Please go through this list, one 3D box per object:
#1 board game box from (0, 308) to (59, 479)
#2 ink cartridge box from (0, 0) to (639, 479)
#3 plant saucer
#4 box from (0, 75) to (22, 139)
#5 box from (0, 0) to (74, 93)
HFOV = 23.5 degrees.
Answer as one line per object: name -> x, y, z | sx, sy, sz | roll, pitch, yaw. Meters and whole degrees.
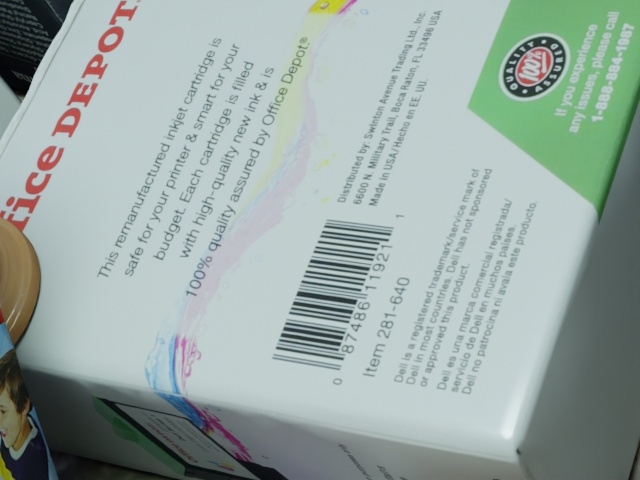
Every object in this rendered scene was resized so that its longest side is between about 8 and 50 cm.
board game box -> -0.190, 0.127, 0.446 | 0.086, 0.302, 0.308 | -6, 21, 24
ink cartridge box -> 0.000, 0.000, 0.643 | 0.278, 0.117, 0.201 | 7, 61, 30
plant saucer -> -0.151, 0.024, 0.617 | 0.083, 0.013, 0.083 | -14, 54, 20
box -> -0.206, -0.062, 0.733 | 0.103, 0.203, 0.114 | -39, 47, -6
box -> -0.122, -0.292, 0.788 | 0.179, 0.312, 0.343 | 21, 67, 36
